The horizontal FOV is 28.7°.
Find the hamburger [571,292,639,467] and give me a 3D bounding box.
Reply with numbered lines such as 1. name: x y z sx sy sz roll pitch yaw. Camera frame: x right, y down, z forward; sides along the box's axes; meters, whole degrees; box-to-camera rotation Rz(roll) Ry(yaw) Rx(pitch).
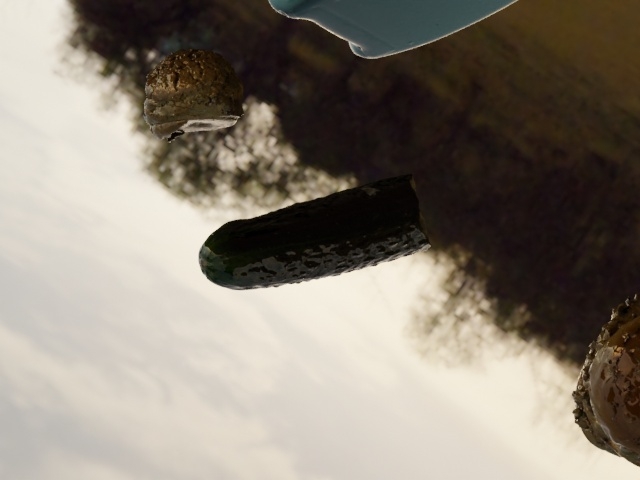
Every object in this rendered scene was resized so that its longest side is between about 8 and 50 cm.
1. hamburger: 0.475 0.202 1.766 0.211 0.245 0.260 112 141 -85

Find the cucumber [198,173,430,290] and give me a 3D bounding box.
1. cucumber: 0.000 -0.001 1.074 0.241 0.074 0.074 -16 -141 -35

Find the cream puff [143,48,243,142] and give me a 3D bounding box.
1. cream puff: -0.149 -0.174 1.465 0.119 0.104 0.133 -8 174 -11

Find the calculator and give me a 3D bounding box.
1. calculator: 0.138 -0.336 1.579 0.256 0.386 0.054 19 -123 -48
